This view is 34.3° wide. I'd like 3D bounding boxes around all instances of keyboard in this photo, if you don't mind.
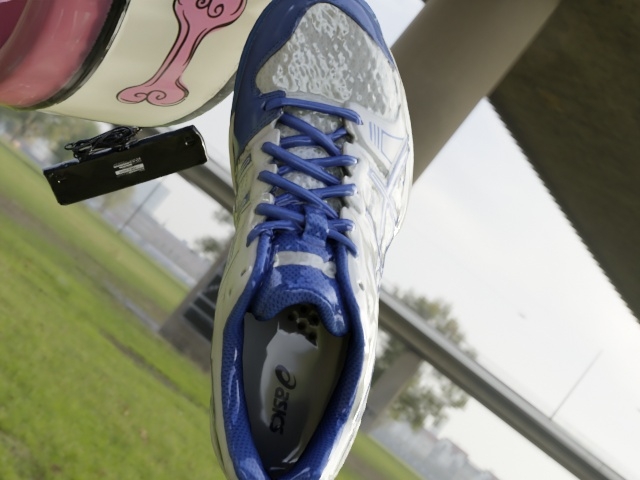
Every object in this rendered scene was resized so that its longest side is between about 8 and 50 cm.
[{"bbox_3d":[-0.235,-0.105,1.240,0.100,0.192,0.038,84,-14,-57],"label":"keyboard"}]

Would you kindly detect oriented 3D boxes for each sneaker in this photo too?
[{"bbox_3d":[0.000,0.000,0.558,0.112,0.296,0.131,3,-2,-4],"label":"sneaker"}]

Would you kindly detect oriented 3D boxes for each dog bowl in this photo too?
[{"bbox_3d":[-0.185,-0.270,0.683,0.150,0.408,0.408,-13,34,-41],"label":"dog bowl"}]
